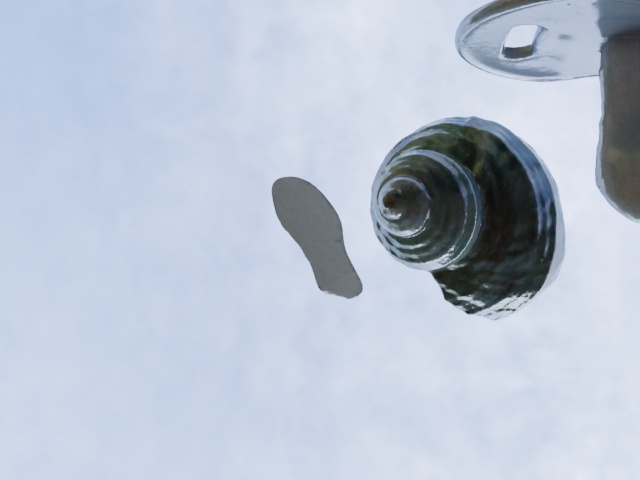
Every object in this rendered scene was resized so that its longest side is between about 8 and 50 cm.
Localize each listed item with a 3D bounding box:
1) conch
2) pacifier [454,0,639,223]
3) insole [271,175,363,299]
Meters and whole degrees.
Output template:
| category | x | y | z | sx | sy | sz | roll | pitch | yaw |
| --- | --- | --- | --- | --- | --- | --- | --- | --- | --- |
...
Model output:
| category | x | y | z | sx | sy | sz | roll | pitch | yaw |
| --- | --- | --- | --- | --- | --- | --- | --- | --- | --- |
| conch | 0.156 | -0.031 | 1.242 | 0.195 | 0.277 | 0.220 | 11 | -93 | 40 |
| pacifier | 0.238 | -0.111 | 0.806 | 0.279 | 0.227 | 0.207 | 0 | -95 | 3 |
| insole | 0.000 | 0.000 | 1.184 | 0.065 | 0.197 | 0.004 | -7 | -134 | 21 |
